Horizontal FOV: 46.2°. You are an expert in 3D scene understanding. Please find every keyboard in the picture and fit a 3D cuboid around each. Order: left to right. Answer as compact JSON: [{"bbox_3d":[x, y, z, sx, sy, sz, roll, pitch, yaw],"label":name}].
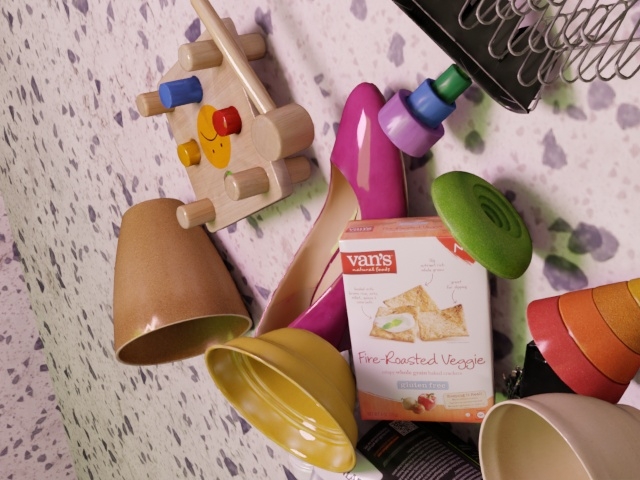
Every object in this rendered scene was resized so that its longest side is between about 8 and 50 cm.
[{"bbox_3d":[0.245,0.174,0.812,0.100,0.038,0.192,26,136,33],"label":"keyboard"}]

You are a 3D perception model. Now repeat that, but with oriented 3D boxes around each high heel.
[{"bbox_3d":[0.000,0.000,0.901,0.127,0.181,0.377,-125,29,-56],"label":"high heel"}]

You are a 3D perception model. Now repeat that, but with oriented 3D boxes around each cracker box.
[{"bbox_3d":[0.113,0.091,0.843,0.155,0.067,0.232,-2,111,15],"label":"cracker box"}]

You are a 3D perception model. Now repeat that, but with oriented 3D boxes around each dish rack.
[{"bbox_3d":[0.157,-0.189,0.550,0.208,0.074,0.271,38,177,-18],"label":"dish rack"}]

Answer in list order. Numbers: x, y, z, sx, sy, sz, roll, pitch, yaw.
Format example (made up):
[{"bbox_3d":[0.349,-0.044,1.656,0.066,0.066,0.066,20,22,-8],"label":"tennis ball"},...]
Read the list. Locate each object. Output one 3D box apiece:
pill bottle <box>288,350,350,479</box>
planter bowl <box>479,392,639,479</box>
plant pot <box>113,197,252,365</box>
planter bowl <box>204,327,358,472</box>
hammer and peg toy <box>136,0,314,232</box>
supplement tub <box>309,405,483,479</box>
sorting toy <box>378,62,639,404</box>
[{"bbox_3d":[-0.007,0.258,1.136,0.119,0.119,0.209,21,125,48],"label":"pill bottle"},{"bbox_3d":[0.223,0.197,0.617,0.162,0.109,0.162,167,90,-69],"label":"planter bowl"},{"bbox_3d":[-0.266,0.061,1.326,0.237,0.237,0.254,-47,55,54],"label":"plant pot"},{"bbox_3d":[-0.025,0.169,0.885,0.217,0.090,0.217,29,147,21],"label":"planter bowl"},{"bbox_3d":[-0.120,-0.171,1.041,0.361,0.127,0.266,-22,88,57],"label":"hammer and peg toy"},{"bbox_3d":[0.149,0.342,0.895,0.316,0.193,0.194,29,131,44],"label":"supplement tub"},{"bbox_3d":[0.205,-0.028,0.706,0.126,0.127,0.365,-43,73,31],"label":"sorting toy"}]
